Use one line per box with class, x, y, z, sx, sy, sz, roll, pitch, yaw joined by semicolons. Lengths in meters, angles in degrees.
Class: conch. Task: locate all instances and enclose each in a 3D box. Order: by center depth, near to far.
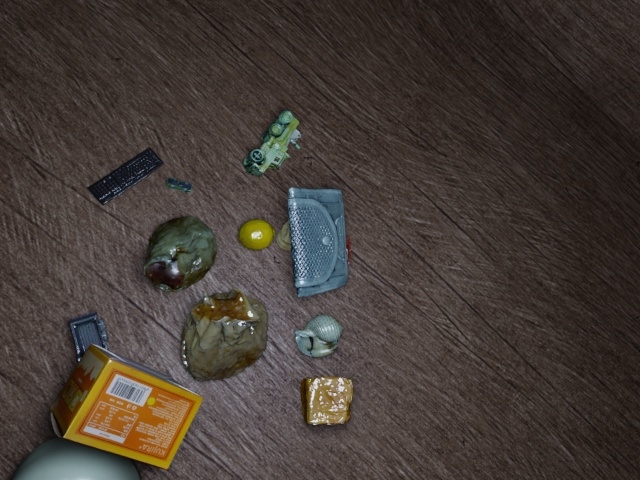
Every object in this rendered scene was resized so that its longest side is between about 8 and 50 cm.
conch;0.002;0.318;1.490;0.153;0.102;0.135;-13;90;17

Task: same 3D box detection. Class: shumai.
shumai;-0.289;0.288;1.345;0.267;0.262;0.314;38;72;-1
shumai;-0.444;0.030;1.407;0.222;0.203;0.271;12;69;-11

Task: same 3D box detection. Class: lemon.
lemon;-0.218;-0.020;1.521;0.133;0.109;0.109;-12;79;-20

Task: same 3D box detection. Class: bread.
bread;0.019;0.512;1.420;0.158;0.149;0.143;7;71;-12

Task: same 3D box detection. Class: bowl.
bowl;-0.660;0.708;1.138;0.354;0.185;0.353;0;91;-8

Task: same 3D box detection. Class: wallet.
wallet;0.000;0.000;1.435;0.237;0.075;0.342;-6;93;-47

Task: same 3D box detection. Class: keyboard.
keyboard;-0.659;-0.220;1.515;0.250;0.017;0.087;-41;86;-20

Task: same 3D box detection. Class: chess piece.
chess piece;-0.096;-0.029;1.504;0.090;0.200;0.090;3;75;-12

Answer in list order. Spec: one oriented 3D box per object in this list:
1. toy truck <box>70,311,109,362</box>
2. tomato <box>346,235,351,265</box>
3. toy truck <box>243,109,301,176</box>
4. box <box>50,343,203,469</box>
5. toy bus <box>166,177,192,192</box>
toy truck;-0.682;0.315;1.328;0.083;0.092;0.192;-17;81;-18
tomato;0.018;0.050;1.568;0.166;0.082;0.174;10;80;-26
toy truck;-0.163;-0.337;1.614;0.135;0.128;0.259;41;69;-15
box;-0.524;0.445;1.197;0.283;0.260;0.213;38;65;-29
toy bus;-0.488;-0.190;1.538;0.083;0.037;0.031;15;72;-10
